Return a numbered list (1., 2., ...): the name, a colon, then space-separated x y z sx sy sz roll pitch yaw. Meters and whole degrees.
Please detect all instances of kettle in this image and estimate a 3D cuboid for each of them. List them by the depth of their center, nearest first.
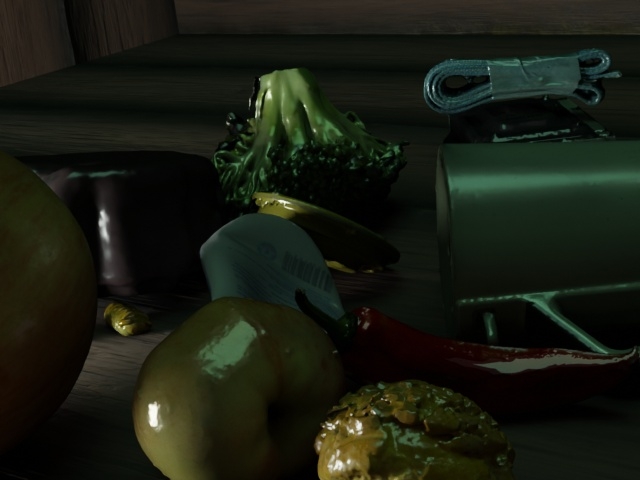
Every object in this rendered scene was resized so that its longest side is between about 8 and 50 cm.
1. kettle: 0.337 0.029 1.490 0.376 0.250 0.361 -4 39 1

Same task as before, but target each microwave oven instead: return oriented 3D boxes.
1. microwave oven: 0.326 -0.117 1.961 0.237 0.181 0.295 -6 19 -2

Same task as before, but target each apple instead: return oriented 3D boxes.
1. apple: -0.439 0.074 1.375 0.391 0.391 0.346 4 39 29

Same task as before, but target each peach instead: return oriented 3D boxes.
1. peach: -0.094 0.152 1.270 0.232 0.233 0.232 -6 18 2

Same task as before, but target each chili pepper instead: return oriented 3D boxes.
1. chili pepper: 0.144 0.124 1.353 0.368 0.137 0.092 9 40 -6

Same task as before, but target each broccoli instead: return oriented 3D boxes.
1. broccoli: -0.028 -0.125 2.075 0.334 0.272 0.324 -5 -22 26

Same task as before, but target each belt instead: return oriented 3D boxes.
1. belt: 0.310 -0.245 1.936 0.302 0.087 0.072 -3 7 12

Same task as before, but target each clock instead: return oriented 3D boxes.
1. clock: 0.000 0.000 1.798 0.237 0.057 0.237 22 -8 3

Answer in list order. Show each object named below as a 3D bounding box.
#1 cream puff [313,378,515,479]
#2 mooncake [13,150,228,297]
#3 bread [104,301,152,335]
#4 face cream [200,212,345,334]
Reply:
1. cream puff: 0.086 0.192 1.141 0.189 0.130 0.189 10 -14 3
2. mooncake: -0.321 -0.033 1.885 0.350 0.212 0.381 -11 13 -20
3. bread: -0.269 0.106 1.737 0.049 0.034 0.088 -9 17 -27
4. face cream: -0.047 0.070 1.563 0.234 0.137 0.420 29 8 -16
